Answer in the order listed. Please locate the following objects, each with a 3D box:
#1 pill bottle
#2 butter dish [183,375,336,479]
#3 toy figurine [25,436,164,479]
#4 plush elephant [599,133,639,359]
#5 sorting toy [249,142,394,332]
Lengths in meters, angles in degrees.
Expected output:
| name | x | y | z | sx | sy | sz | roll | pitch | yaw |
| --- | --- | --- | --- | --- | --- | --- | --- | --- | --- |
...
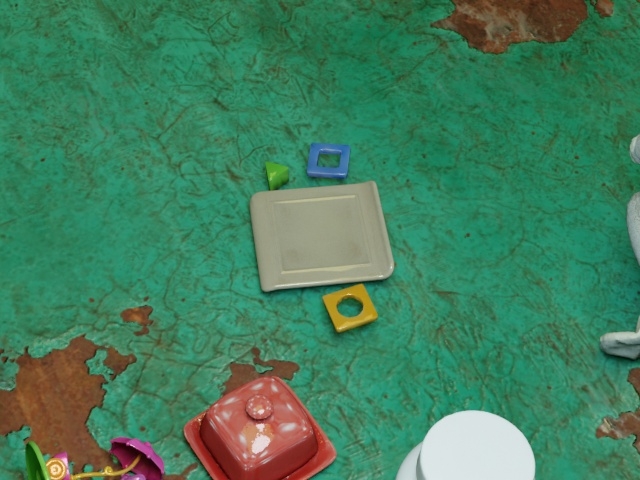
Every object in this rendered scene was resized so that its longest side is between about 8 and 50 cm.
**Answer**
| name | x | y | z | sx | sy | sz | roll | pitch | yaw |
| --- | --- | --- | --- | --- | --- | --- | --- | --- | --- |
| pill bottle | 0.162 | 0.325 | 1.453 | 0.169 | 0.301 | 0.169 | 2 | 53 | -2 |
| butter dish | -0.079 | 0.241 | 1.620 | 0.160 | 0.118 | 0.160 | -28 | 58 | -22 |
| toy figurine | -0.270 | 0.316 | 1.570 | 0.159 | 0.130 | 0.173 | -12 | 76 | -24 |
| plush elephant | 0.527 | 0.059 | 1.732 | 0.272 | 0.255 | 0.330 | 15 | 45 | -4 |
| sorting toy | 0.000 | 0.000 | 1.858 | 0.196 | 0.047 | 0.347 | -8 | 53 | -4 |
